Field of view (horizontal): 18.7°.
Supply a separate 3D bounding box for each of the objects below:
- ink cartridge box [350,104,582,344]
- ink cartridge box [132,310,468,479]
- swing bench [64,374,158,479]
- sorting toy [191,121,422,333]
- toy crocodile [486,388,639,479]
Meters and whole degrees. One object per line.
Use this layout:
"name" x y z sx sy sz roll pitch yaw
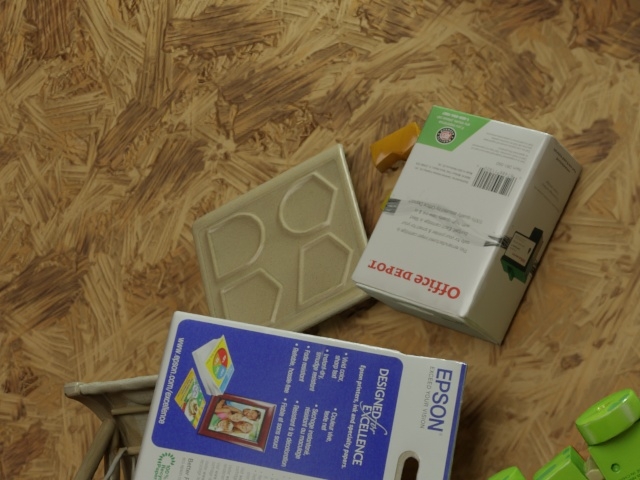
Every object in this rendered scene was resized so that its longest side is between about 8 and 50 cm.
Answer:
"ink cartridge box" 0.155 -0.017 2.076 0.160 0.092 0.219 19 78 38
"ink cartridge box" -0.029 0.240 1.928 0.307 0.072 0.303 11 62 2
"swing bench" -0.151 0.276 2.088 0.253 0.165 0.254 -9 57 30
"sorting toy" 0.000 0.000 2.209 0.307 0.041 0.229 -27 50 19
"toy crocodile" 0.251 0.236 1.887 0.340 0.105 0.115 -35 94 13
